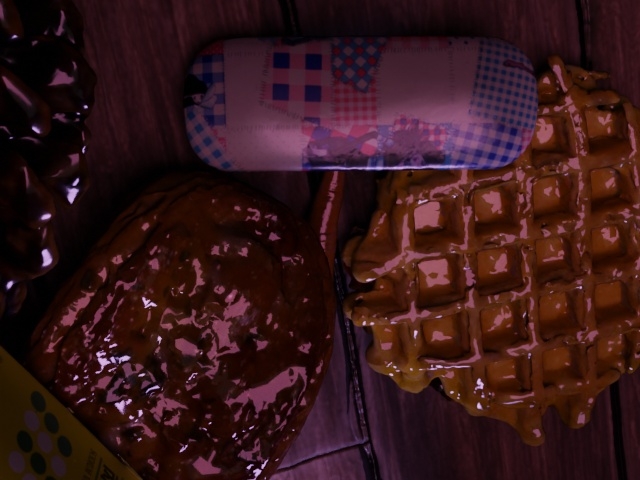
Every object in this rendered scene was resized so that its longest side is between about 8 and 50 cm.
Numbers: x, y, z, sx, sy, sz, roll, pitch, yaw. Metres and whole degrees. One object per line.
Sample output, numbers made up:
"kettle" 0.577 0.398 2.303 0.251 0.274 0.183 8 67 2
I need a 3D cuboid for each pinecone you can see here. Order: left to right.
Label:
"pinecone" -0.354 -0.111 1.133 0.398 0.398 0.397 -6 115 -13

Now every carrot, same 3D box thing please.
"carrot" 0.000 0.000 1.448 0.048 0.048 0.216 5 107 -18

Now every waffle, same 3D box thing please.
"waffle" 0.215 0.012 1.492 0.380 0.095 0.382 30 100 -23

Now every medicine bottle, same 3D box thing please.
"medicine bottle" -0.273 0.225 1.266 0.141 0.137 0.250 -26 123 22

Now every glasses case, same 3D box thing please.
"glasses case" 0.038 -0.126 1.353 0.327 0.076 0.125 -1 95 -4

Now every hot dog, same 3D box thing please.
"hot dog" -0.149 0.124 1.382 0.267 0.174 0.387 27 104 -16
